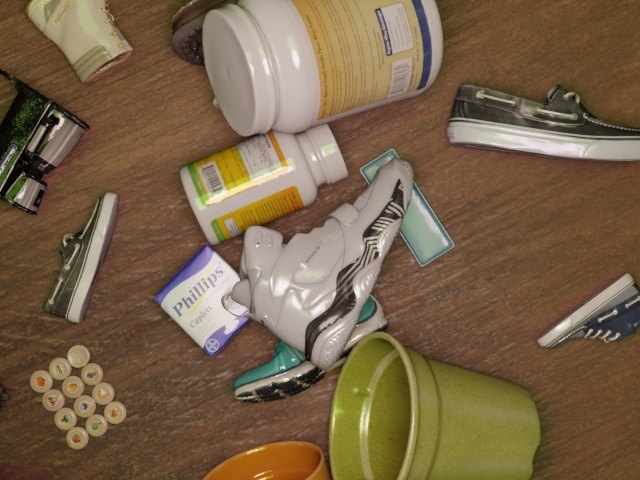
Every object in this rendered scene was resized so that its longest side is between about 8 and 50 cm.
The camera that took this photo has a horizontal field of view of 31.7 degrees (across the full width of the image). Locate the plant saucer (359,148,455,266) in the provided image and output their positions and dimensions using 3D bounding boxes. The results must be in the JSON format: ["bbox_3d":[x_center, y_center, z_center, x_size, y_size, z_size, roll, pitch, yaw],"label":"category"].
[{"bbox_3d":[0.142,-0.054,1.853,0.067,0.018,0.192,-32,88,-2],"label":"plant saucer"}]

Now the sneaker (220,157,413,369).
[{"bbox_3d":[0.000,0.000,1.749,0.210,0.137,0.366,24,70,3],"label":"sneaker"}]

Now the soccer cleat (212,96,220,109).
[{"bbox_3d":[-0.077,-0.230,1.835,0.196,0.068,0.076,4,83,-8],"label":"soccer cleat"}]

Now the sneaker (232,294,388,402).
[{"bbox_3d":[-0.025,0.171,1.816,0.275,0.107,0.110,-31,70,-7],"label":"sneaker"}]

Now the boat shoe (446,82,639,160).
[{"bbox_3d":[0.374,-0.193,1.809,0.335,0.121,0.119,7,92,1],"label":"boat shoe"}]

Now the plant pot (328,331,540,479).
[{"bbox_3d":[0.183,0.292,1.722,0.254,0.276,0.276,11,88,-23],"label":"plant pot"}]

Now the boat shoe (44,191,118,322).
[{"bbox_3d":[-0.385,0.021,1.812,0.070,0.078,0.219,19,89,-1],"label":"boat shoe"}]

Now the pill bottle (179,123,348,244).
[{"bbox_3d":[-0.088,-0.099,1.791,0.246,0.136,0.136,-23,88,-2],"label":"pill bottle"}]

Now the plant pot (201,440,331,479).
[{"bbox_3d":[-0.067,0.443,1.754,0.205,0.205,0.188,-17,103,-1],"label":"plant pot"}]

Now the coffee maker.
[{"bbox_3d":[-0.484,-0.154,1.810,0.171,0.120,0.178,31,86,24],"label":"coffee maker"}]

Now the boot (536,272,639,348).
[{"bbox_3d":[0.448,0.138,1.824,0.190,0.069,0.086,-35,86,-4],"label":"boot"}]

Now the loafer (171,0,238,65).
[{"bbox_3d":[-0.095,-0.415,1.823,0.366,0.134,0.130,-34,62,-11],"label":"loafer"}]

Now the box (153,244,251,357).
[{"bbox_3d":[-0.177,0.097,1.815,0.137,0.072,0.126,44,87,1],"label":"box"}]

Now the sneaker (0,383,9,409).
[{"bbox_3d":[-0.633,0.285,1.788,0.276,0.097,0.135,-32,91,0],"label":"sneaker"}]

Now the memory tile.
[{"bbox_3d":[-0.394,0.255,1.836,0.113,0.012,0.148,-33,88,-2],"label":"memory tile"}]

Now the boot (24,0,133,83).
[{"bbox_3d":[-0.349,-0.375,1.828,0.213,0.077,0.165,-39,88,3],"label":"boot"}]

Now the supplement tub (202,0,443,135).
[{"bbox_3d":[0.001,-0.292,1.714,0.316,0.228,0.228,-19,88,-22],"label":"supplement tub"}]
